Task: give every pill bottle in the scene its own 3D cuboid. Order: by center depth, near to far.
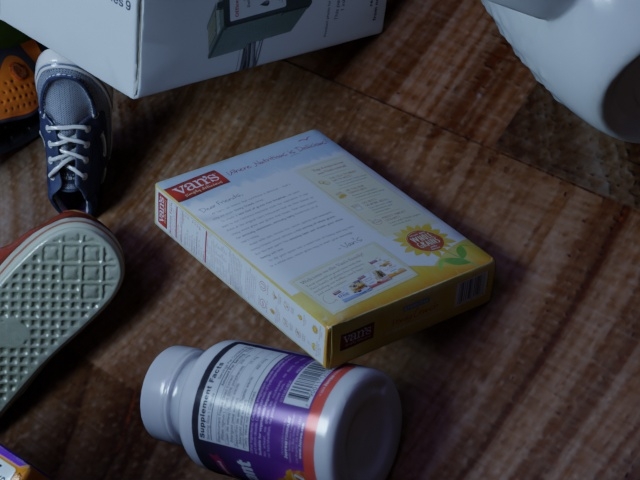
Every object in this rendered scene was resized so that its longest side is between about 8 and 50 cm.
[{"bbox_3d":[-0.043,0.137,1.370,0.193,0.108,0.108,9,66,33],"label":"pill bottle"}]

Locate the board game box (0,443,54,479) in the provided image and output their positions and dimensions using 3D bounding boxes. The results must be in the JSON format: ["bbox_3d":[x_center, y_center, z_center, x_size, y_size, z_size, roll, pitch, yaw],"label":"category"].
[{"bbox_3d":[-0.324,0.303,1.260,0.356,0.356,0.356,25,75,37],"label":"board game box"}]

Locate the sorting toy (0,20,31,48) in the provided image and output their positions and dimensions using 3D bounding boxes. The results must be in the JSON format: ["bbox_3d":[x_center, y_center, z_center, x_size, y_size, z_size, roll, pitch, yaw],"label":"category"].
[{"bbox_3d":[-0.282,-0.272,1.635,0.365,0.127,0.126,-26,70,-31],"label":"sorting toy"}]

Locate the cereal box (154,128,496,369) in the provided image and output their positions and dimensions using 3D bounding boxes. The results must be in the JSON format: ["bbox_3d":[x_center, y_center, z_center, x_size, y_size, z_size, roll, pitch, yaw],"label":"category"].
[{"bbox_3d":[0.000,0.000,1.415,0.173,0.047,0.240,-20,41,-32],"label":"cereal box"}]

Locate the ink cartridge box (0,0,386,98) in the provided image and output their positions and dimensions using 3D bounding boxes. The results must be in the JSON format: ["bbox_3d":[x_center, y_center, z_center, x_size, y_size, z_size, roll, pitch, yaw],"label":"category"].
[{"bbox_3d":[-0.112,-0.241,1.532,0.289,0.122,0.211,-20,37,-39],"label":"ink cartridge box"}]

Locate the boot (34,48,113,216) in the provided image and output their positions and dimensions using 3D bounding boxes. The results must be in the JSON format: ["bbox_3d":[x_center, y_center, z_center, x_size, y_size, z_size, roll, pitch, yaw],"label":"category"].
[{"bbox_3d":[-0.220,-0.091,1.567,0.069,0.190,0.086,3,64,4],"label":"boot"}]

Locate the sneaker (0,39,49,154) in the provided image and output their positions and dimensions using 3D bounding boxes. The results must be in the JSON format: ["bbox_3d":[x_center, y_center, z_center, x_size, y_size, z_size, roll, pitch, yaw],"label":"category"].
[{"bbox_3d":[-0.384,-0.172,1.644,0.124,0.321,0.180,133,136,-53],"label":"sneaker"}]

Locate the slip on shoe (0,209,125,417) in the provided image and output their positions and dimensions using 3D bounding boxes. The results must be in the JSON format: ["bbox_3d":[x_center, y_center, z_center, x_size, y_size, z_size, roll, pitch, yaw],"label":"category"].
[{"bbox_3d":[-0.309,0.091,1.557,0.331,0.123,0.101,-40,18,8],"label":"slip on shoe"}]

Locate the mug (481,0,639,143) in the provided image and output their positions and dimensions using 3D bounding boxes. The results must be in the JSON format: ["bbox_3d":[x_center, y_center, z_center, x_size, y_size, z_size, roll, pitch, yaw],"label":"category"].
[{"bbox_3d":[0.200,-0.256,1.325,0.276,0.374,0.328,-50,46,45],"label":"mug"}]
